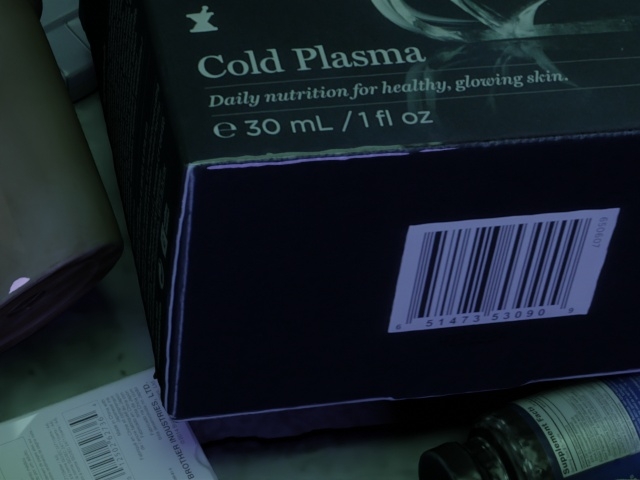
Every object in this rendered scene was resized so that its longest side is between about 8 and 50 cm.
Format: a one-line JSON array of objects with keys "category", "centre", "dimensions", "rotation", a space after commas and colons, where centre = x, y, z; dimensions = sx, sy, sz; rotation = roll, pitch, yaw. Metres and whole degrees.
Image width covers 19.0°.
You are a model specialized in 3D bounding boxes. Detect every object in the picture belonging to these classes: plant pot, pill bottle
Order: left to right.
[{"category": "plant pot", "centre": [-0.318, -0.053, 1.574], "dimensions": [0.323, 0.323, 0.280], "rotation": [-31, 81, -26]}, {"category": "pill bottle", "centre": [0.197, 0.182, 1.565], "dimensions": [0.219, 0.123, 0.123], "rotation": [-17, 59, -18]}]

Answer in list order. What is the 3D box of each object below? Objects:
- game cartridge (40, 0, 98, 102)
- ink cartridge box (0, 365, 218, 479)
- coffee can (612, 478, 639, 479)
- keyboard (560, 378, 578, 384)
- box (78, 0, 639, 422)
[{"category": "game cartridge", "centre": [-0.322, -0.272, 1.853], "dimensions": [0.230, 0.068, 0.355], "rotation": [-31, 64, -30]}, {"category": "ink cartridge box", "centre": [-0.231, 0.234, 1.507], "dimensions": [0.311, 0.065, 0.186], "rotation": [-18, 60, -22]}, {"category": "coffee can", "centre": [0.222, 0.344, 1.406], "dimensions": [0.201, 0.201, 0.275], "rotation": [-10, 57, -15]}, {"category": "keyboard", "centre": [0.299, 0.109, 1.692], "dimensions": [0.180, 0.023, 0.108], "rotation": [0, 62, -9]}, {"category": "box", "centre": [0.072, -0.142, 1.560], "dimensions": [0.480, 0.297, 0.472], "rotation": [-5, 47, -13]}]
